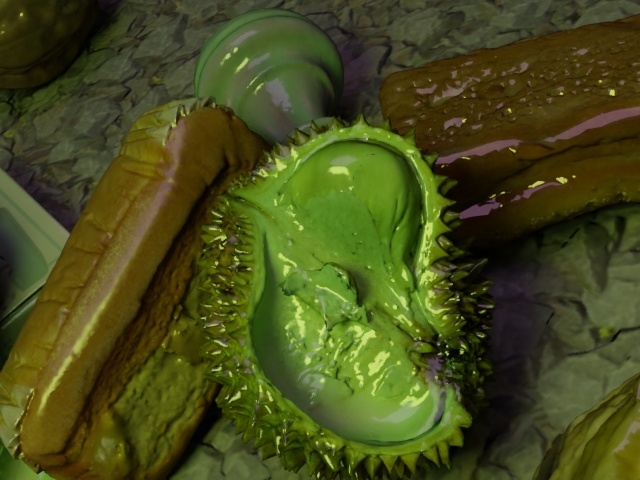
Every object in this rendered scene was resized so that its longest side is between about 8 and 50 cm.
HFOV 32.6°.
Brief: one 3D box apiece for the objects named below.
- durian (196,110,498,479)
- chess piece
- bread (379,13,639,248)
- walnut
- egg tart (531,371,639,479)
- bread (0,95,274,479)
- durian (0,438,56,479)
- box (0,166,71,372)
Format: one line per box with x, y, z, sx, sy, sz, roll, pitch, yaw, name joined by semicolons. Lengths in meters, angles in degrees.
0.018;0.050;0.725;0.200;0.176;0.237;-13;69;4;durian
-0.009;-0.079;0.919;0.139;0.139;0.272;-29;44;-2;chess piece
0.234;-0.099;0.841;0.380;0.109;0.185;-12;36;13;bread
-0.354;-0.277;1.248;0.198;0.198;0.245;10;50;33;walnut
0.231;0.156;0.587;0.290;0.115;0.290;-15;42;14;egg tart
-0.130;0.042;0.811;0.119;0.152;0.288;13;72;46;bread
-0.258;0.185;0.808;0.086;0.100;0.215;-1;39;30;durian
-0.304;0.021;1.009;0.135;0.079;0.269;-41;44;-14;box
